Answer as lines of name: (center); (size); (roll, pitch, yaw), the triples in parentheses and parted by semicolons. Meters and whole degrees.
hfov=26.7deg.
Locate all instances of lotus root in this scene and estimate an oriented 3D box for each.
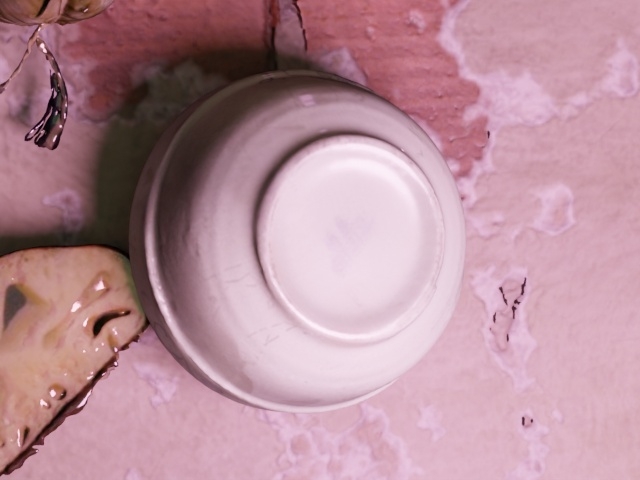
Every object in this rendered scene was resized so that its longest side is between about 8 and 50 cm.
lotus root: (-0.266, 0.098, 1.192); (0.260, 0.074, 0.170); (-39, 98, -5)

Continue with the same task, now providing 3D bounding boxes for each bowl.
bowl: (0.000, 0.000, 1.159); (0.307, 0.163, 0.307); (0, 89, -23)

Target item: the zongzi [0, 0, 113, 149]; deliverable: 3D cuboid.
zongzi: (-0.163, -0.337, 1.148); (0.418, 0.181, 0.447); (-22, 100, -19)
